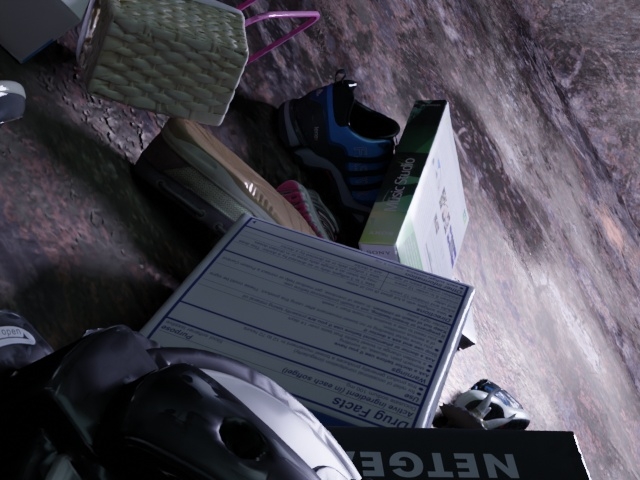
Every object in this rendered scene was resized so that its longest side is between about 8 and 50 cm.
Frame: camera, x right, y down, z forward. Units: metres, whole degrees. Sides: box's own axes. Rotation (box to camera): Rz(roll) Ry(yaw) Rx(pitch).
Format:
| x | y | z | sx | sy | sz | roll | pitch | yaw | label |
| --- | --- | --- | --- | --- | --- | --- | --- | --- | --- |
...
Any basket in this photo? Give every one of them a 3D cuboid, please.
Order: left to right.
| x | y | z | sx | sy | sz | roll | pitch | yaw | label |
| --- | --- | --- | --- | --- | --- | --- | --- | --- | --- |
| -0.170 | -0.202 | 1.195 | 0.167 | 0.113 | 0.103 | 12 | 33 | -22 | basket |

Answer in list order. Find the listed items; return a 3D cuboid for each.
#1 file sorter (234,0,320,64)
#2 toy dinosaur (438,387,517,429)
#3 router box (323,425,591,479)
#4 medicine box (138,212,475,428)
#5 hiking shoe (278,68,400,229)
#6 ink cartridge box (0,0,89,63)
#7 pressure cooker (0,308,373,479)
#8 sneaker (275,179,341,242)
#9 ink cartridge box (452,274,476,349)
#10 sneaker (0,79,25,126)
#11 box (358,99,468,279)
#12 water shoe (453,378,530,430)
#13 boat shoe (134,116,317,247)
| x | y | z | sx | sy | sz | roll | pitch | yaw | label |
| --- | --- | --- | --- | --- | --- | --- | --- | --- | --- |
| -0.156 | -0.357 | 1.361 | 0.290 | 0.182 | 0.202 | 64 | 27 | 1 | file sorter |
| 0.144 | 0.310 | 1.324 | 0.121 | 0.160 | 0.313 | 45 | 32 | -31 | toy dinosaur |
| 0.040 | 0.261 | 0.900 | 0.309 | 0.242 | 0.081 | 3 | 38 | -8 | router box |
| -0.015 | 0.127 | 1.079 | 0.264 | 0.149 | 0.289 | 18 | 30 | 10 | medicine box |
| 0.073 | -0.111 | 1.594 | 0.304 | 0.132 | 0.113 | 39 | 36 | -38 | hiking shoe |
| -0.294 | -0.274 | 1.149 | 0.090 | 0.092 | 0.143 | 44 | 32 | -31 | ink cartridge box |
| -0.130 | 0.255 | 0.618 | 0.370 | 0.420 | 0.375 | 33 | 41 | -45 | pressure cooker |
| 0.000 | 0.000 | 1.447 | 0.075 | 0.063 | 0.170 | 3 | 59 | -52 | sneaker |
| 0.214 | 0.110 | 1.760 | 0.063 | 0.029 | 0.115 | 38 | 35 | -38 | ink cartridge box |
| -0.322 | -0.072 | 0.964 | 0.222 | 0.083 | 0.118 | -41 | 122 | -69 | sneaker |
| 0.140 | -0.014 | 1.564 | 0.322 | 0.059 | 0.232 | -68 | 151 | -45 | box |
| 0.241 | 0.249 | 1.664 | 0.203 | 0.073 | 0.080 | 31 | 20 | -52 | water shoe |
| -0.095 | -0.027 | 1.279 | 0.285 | 0.092 | 0.103 | 43 | 14 | -30 | boat shoe |
